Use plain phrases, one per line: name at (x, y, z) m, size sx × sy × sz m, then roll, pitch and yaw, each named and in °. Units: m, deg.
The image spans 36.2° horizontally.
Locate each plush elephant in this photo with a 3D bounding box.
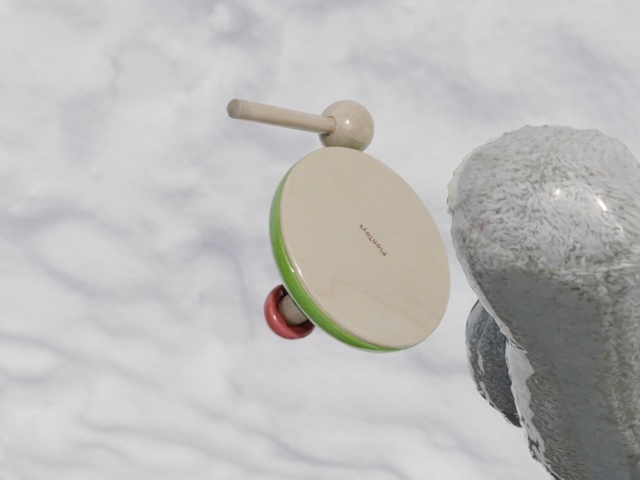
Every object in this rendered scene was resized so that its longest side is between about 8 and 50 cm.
plush elephant at (0.216, 0.044, 0.474) m, size 0.272 × 0.255 × 0.330 m, roll 9°, pitch 134°, yaw 16°

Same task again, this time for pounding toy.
pounding toy at (0.000, 0.000, 0.851) m, size 0.110 × 0.183 × 0.237 m, roll -35°, pitch 72°, yaw 43°
